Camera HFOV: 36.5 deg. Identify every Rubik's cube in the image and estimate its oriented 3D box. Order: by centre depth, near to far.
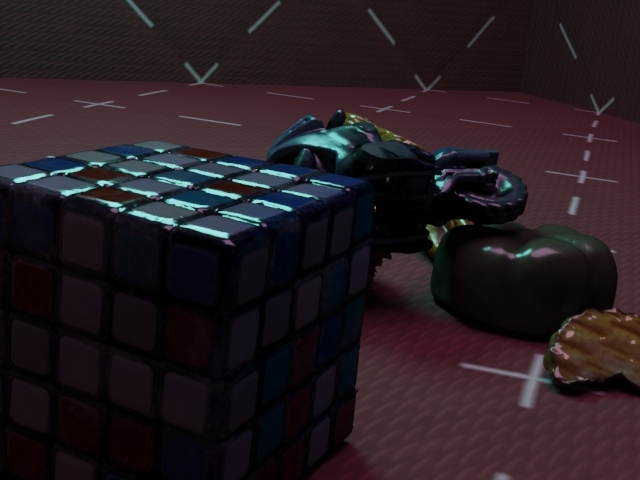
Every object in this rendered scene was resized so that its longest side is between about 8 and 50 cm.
[{"bbox_3d":[-0.138,0.074,0.930,0.293,0.292,0.287,15,18,24],"label":"Rubik's cube"}]

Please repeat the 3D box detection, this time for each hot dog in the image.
[{"bbox_3d":[0.215,-0.037,1.736,0.100,0.068,0.249,-30,37,7],"label":"hot dog"}]

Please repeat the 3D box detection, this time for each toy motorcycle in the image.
[{"bbox_3d":[0.091,-0.100,1.440,0.416,0.172,0.232,-3,36,-11],"label":"toy motorcycle"}]

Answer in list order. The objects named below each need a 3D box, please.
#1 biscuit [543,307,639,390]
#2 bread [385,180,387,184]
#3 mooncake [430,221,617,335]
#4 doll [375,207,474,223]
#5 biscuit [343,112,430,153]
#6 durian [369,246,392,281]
[{"bbox_3d":[0.373,0.146,1.250,0.183,0.061,0.118,4,58,-6],"label":"biscuit"},{"bbox_3d":[0.015,-0.141,1.975,0.260,0.147,0.160,1,20,-16],"label":"bread"},{"bbox_3d":[0.306,0.046,1.463,0.275,0.135,0.275,3,13,-1],"label":"mooncake"},{"bbox_3d":[0.201,-0.057,1.880,0.245,0.076,0.142,6,17,14],"label":"doll"},{"bbox_3d":[0.201,-0.153,1.969,0.376,0.051,0.269,33,-2,7],"label":"biscuit"},{"bbox_3d":[0.007,0.033,1.462,0.191,0.112,0.341,15,25,1],"label":"durian"}]
